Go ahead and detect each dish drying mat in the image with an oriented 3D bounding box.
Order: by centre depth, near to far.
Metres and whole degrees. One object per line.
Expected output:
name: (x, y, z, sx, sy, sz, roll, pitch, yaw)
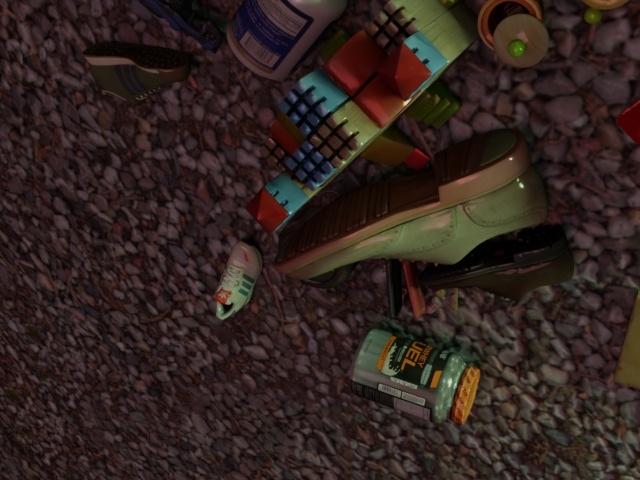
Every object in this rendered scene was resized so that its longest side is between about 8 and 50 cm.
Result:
dish drying mat: (0.115, -0.132, 1.113, 0.083, 0.008, 0.032, 38, 131, 2)

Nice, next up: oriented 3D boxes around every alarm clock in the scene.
alarm clock: (0.000, 0.000, 1.237, 0.129, 0.064, 0.192, 25, 127, 13)

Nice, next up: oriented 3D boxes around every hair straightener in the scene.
hair straightener: (0.095, 0.012, 1.185, 0.089, 0.047, 0.230, -4, 112, 31)

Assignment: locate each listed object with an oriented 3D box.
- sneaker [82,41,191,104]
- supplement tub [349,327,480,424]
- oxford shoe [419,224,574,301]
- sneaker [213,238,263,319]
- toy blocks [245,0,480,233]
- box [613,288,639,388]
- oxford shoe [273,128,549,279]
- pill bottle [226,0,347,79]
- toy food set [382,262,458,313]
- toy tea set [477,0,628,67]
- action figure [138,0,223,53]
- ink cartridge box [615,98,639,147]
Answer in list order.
sneaker: (-0.279, -0.254, 1.226, 0.192, 0.064, 0.086, 13, 134, 22)
supplement tub: (0.152, 0.221, 1.260, 0.190, 0.117, 0.117, 15, 127, 20)
oxford shoe: (0.248, 0.052, 1.114, 0.227, 0.083, 0.096, -11, 119, 36)
sneaker: (-0.148, 0.073, 1.359, 0.057, 0.075, 0.161, 28, 131, 11)
toy blocks: (0.036, -0.163, 0.961, 0.191, 0.261, 0.381, 47, 130, -1)
box: (0.520, 0.159, 1.069, 0.201, 0.021, 0.164, 15, 127, 21)
oxford shoe: (0.118, -0.008, 1.079, 0.397, 0.140, 0.146, -21, 118, 26)
pill bottle: (-0.031, -0.307, 1.009, 0.112, 0.112, 0.186, 45, 131, -4)
toy food set: (0.154, 0.081, 1.227, 0.122, 0.019, 0.078, 10, 125, 24)
toy tea set: (0.260, -0.328, 0.809, 0.200, 0.124, 0.336, 15, 130, 17)
action figure: (-0.215, -0.423, 1.048, 0.330, 0.178, 0.341, -12, 144, 41)
ink cartridge box: (0.513, -0.081, 0.838, 0.309, 0.130, 0.272, 44, 133, -4)
